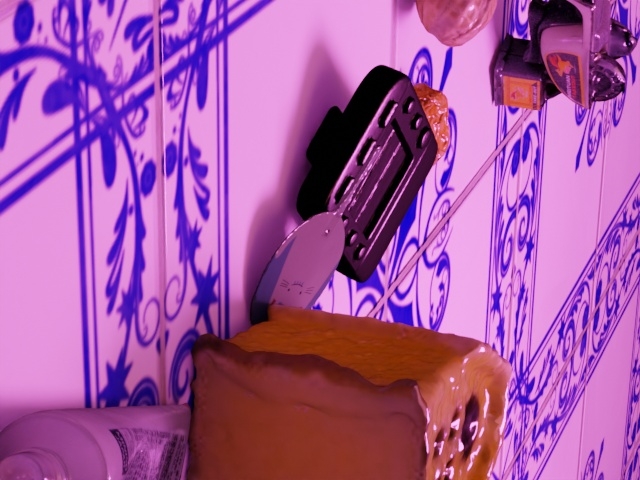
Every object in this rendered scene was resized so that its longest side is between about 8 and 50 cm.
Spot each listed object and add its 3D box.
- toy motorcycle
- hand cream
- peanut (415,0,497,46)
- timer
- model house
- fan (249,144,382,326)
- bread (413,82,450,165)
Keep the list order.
[{"bbox_3d":[0.248,-0.237,2.046,0.263,0.157,0.091,80,24,-50],"label":"toy motorcycle"},{"bbox_3d":[-0.138,0.153,1.243,0.341,0.078,0.124,42,58,-78],"label":"hand cream"},{"bbox_3d":[0.126,-0.247,1.800,0.080,0.080,0.174,78,23,-48],"label":"peanut"},{"bbox_3d":[0.036,-0.056,1.642,0.144,0.055,0.187,-60,160,-11],"label":"timer"},{"bbox_3d":[0.031,0.125,1.487,0.234,0.193,0.175,-39,133,-58],"label":"model house"},{"bbox_3d":[0.000,0.000,1.545,0.175,0.005,0.113,-57,155,2],"label":"fan"},{"bbox_3d":[0.084,-0.098,1.792,0.111,0.044,0.083,-44,139,-58],"label":"bread"}]
